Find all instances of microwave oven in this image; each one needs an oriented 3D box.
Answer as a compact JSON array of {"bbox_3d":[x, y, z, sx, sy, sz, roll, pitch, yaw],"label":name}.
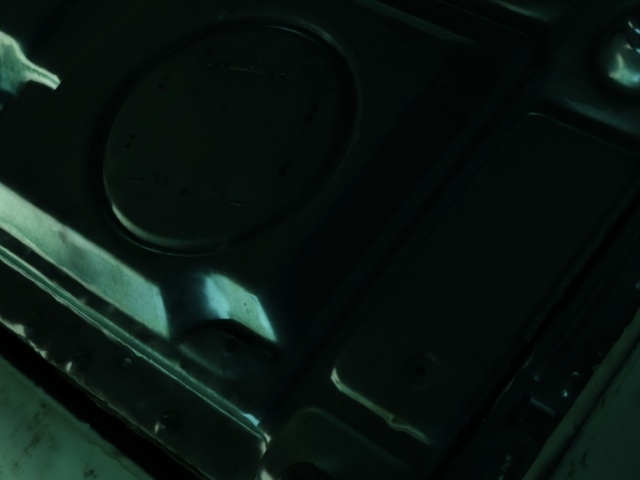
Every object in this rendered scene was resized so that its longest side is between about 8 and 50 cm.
[{"bbox_3d":[-0.016,0.008,0.551,0.394,0.333,0.247,29,166,33],"label":"microwave oven"}]
